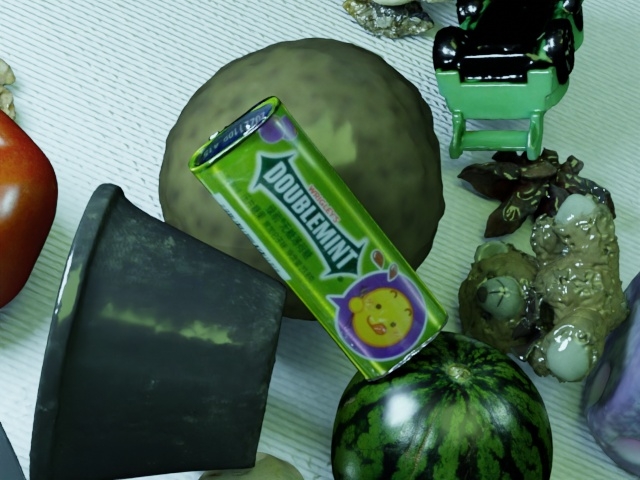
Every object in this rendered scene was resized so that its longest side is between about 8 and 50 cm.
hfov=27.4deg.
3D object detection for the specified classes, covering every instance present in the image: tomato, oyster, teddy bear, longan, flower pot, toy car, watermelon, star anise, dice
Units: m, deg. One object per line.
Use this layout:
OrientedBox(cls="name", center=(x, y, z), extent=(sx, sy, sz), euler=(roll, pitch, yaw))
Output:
OrientedBox(cls="tomato", center=(-0.464, -0.042, 1.669), extent=(0.298, 0.299, 0.226), euler=(60, 20, 21))
OrientedBox(cls="oyster", center=(0.111, -0.384, 2.184), extent=(0.148, 0.051, 0.103), euler=(-7, 53, -10))
OrientedBox(cls="teddy bear", center=(0.302, 0.079, 1.842), extent=(0.156, 0.256, 0.267), euler=(32, 63, -48))
OrientedBox(cls="longan", center=(-0.019, -0.079, 1.772), extent=(0.391, 0.391, 0.391), euler=(8, 57, -13))
OrientedBox(cls="flower pot", center=(-0.177, 0.129, 1.544), extent=(0.251, 0.379, 0.379), euler=(11, 56, 0))
OrientedBox(cls="toy car", center=(0.307, -0.285, 2.103), extent=(0.213, 0.176, 0.358), euler=(0, 32, 21))
OrientedBox(cls="watermelon", center=(0.150, 0.259, 1.659), extent=(0.285, 0.285, 0.285), euler=(8, 57, -13))
OrientedBox(cls="star anise", center=(0.338, -0.072, 2.034), extent=(0.220, 0.099, 0.214), euler=(-22, 58, -28))
OrientedBox(cls="dice", center=(0.543, 0.183, 1.830), extent=(0.270, 0.271, 0.270), euler=(25, 54, -2))

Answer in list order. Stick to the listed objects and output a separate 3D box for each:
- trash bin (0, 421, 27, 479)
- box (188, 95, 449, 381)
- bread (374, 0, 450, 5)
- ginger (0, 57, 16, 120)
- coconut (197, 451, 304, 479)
OrientedBox(cls="trash bin", center=(-0.489, 0.304, 1.479), extent=(0.290, 0.182, 0.209), euler=(-18, 65, -33))
OrientedBox(cls="box", center=(0.000, 0.000, 1.546), extent=(0.134, 0.097, 0.345), euler=(-38, 108, 2))
OrientedBox(cls="bread", center=(0.139, -0.492, 2.225), extent=(0.316, 0.054, 0.316), euler=(4, 45, -4))
OrientedBox(cls="ginger", center=(-0.497, -0.175, 1.839), extent=(0.138, 0.074, 0.213), euler=(0, 54, 2))
OrientedBox(cls="coconut", center=(-0.082, 0.356, 1.591), extent=(0.171, 0.182, 0.171), euler=(-9, 24, 4))
